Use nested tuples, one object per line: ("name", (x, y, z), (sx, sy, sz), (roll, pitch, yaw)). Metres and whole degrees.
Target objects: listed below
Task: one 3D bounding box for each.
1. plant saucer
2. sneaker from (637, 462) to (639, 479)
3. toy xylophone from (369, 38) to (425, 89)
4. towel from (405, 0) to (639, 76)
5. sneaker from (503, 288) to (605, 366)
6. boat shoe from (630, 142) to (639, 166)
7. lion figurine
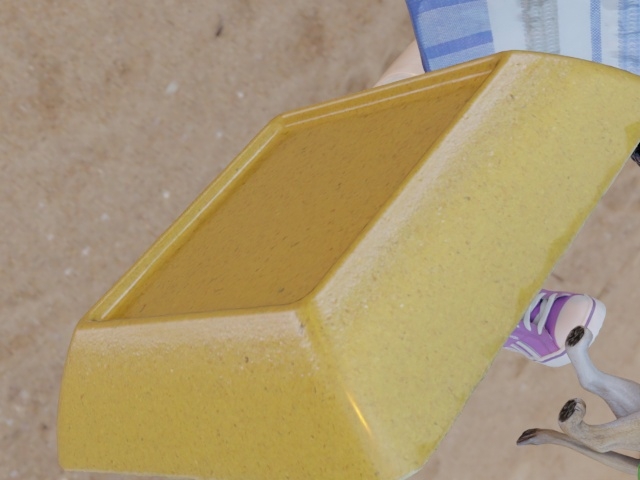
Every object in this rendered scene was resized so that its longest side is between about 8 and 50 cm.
("plant saucer", (0.000, 0.000, 0.779), (0.333, 0.332, 0.081), (-50, 116, -33))
("sneaker", (0.194, 0.095, 0.577), (0.123, 0.109, 0.295), (-39, 152, -8))
("toy xylophone", (0.032, -0.070, 1.228), (0.323, 0.081, 0.236), (-46, -176, 43))
("towel", (0.213, -0.152, 0.929), (0.285, 0.034, 0.209), (-8, 154, 10))
("sneaker", (0.260, 0.095, 1.734), (0.161, 0.282, 0.102), (31, 75, -18))
("boat shoe", (0.535, -0.157, 2.045), (0.076, 0.080, 0.228), (-56, 158, -18))
("lion figurine", (0.409, 0.127, 1.331), (0.240, 0.142, 0.392), (39, 97, -18))
